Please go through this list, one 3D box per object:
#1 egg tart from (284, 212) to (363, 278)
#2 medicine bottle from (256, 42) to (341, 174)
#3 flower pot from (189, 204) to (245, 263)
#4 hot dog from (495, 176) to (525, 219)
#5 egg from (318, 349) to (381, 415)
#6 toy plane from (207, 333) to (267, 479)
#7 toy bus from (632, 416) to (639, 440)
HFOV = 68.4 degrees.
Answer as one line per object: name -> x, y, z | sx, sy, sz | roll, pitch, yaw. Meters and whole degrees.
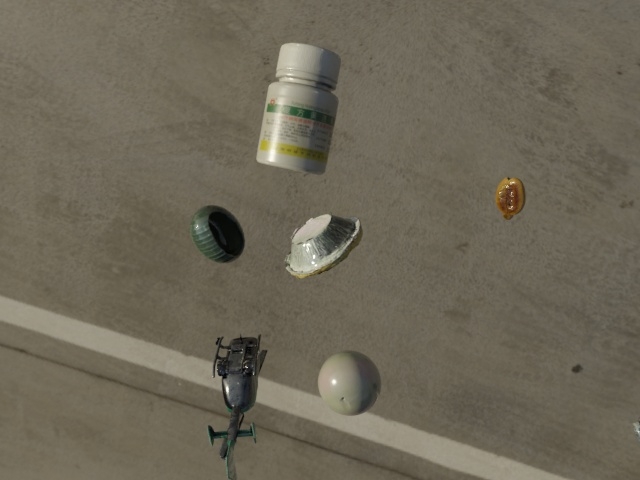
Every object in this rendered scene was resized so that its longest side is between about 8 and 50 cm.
egg tart -> 0.000, 0.000, 1.230 | 0.234, 0.234, 0.094 | -25, 113, 22
medicine bottle -> -0.057, -0.374, 1.368 | 0.209, 0.208, 0.339 | 12, 99, 5
flower pot -> -0.395, -0.022, 1.806 | 0.157, 0.189, 0.242 | 6, 133, 44
hot dog -> 0.593, -0.128, 1.465 | 0.090, 0.060, 0.140 | 2, 106, 38
egg -> 0.049, 0.236, 0.780 | 0.103, 0.103, 0.135 | -2, 153, 12
toy plane -> -0.176, 0.335, 1.038 | 0.107, 0.381, 0.155 | -6, 120, 1
toy bus -> 0.764, 0.437, 1.007 | 0.116, 0.133, 0.234 | -22, 148, 18
